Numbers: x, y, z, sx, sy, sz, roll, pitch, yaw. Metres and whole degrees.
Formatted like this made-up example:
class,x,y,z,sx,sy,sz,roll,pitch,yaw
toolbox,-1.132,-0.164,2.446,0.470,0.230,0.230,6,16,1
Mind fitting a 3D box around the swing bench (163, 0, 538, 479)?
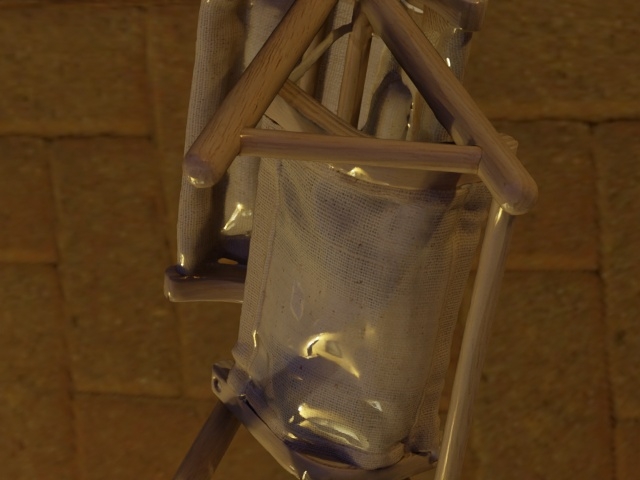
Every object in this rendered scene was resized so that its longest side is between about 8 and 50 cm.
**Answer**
class,x,y,z,sx,sy,sz,roll,pitch,yaw
swing bench,0.000,0.000,0.883,0.165,0.254,0.253,5,125,-5
